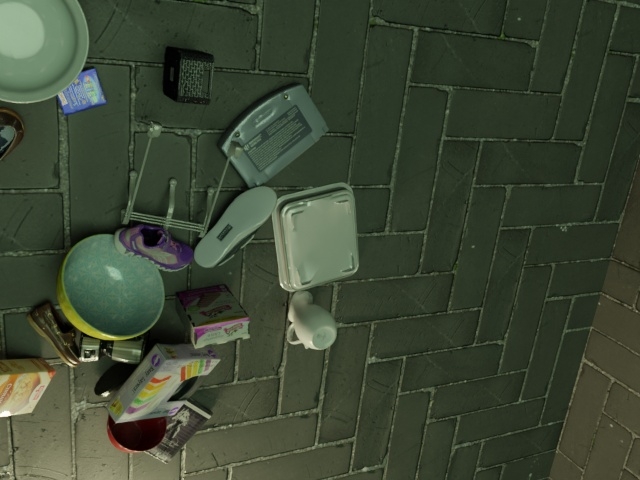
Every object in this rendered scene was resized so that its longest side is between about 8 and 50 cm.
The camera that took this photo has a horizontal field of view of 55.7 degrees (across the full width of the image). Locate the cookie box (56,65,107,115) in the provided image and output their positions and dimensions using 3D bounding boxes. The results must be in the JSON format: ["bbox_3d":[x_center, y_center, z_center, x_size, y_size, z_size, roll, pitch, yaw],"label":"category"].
[{"bbox_3d":[-0.592,-0.367,1.485,0.107,0.040,0.091,-21,118,-18],"label":"cookie box"}]

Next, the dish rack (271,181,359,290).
[{"bbox_3d":[0.000,0.000,1.917,0.286,0.072,0.332,-15,115,-20],"label":"dish rack"}]

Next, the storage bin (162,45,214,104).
[{"bbox_3d":[-0.333,-0.412,1.514,0.084,0.180,0.122,0,110,-26],"label":"storage bin"}]

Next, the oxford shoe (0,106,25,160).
[{"bbox_3d":[-0.842,-0.169,1.384,0.364,0.133,0.130,-43,123,-5],"label":"oxford shoe"}]

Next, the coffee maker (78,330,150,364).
[{"bbox_3d":[-0.575,0.277,1.705,0.178,0.171,0.120,9,100,-12],"label":"coffee maker"}]

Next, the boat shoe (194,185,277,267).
[{"bbox_3d":[-0.237,-0.033,1.767,0.301,0.108,0.102,-48,167,1],"label":"boat shoe"}]

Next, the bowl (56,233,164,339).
[{"bbox_3d":[-0.580,0.141,1.609,0.156,0.289,0.289,-27,132,36],"label":"bowl"}]

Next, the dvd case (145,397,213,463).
[{"bbox_3d":[-0.478,0.599,1.947,0.221,0.018,0.164,-47,122,-2],"label":"dvd case"}]

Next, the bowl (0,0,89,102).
[{"bbox_3d":[-0.676,-0.464,1.348,0.298,0.134,0.297,-9,113,-23],"label":"bowl"}]

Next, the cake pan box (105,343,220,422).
[{"bbox_3d":[-0.445,0.408,1.750,0.245,0.070,0.267,-48,154,9],"label":"cake pan box"}]

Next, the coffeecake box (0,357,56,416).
[{"bbox_3d":[-0.824,0.390,1.606,0.142,0.068,0.185,-58,158,5],"label":"coffeecake box"}]

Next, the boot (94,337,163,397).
[{"bbox_3d":[-0.531,0.418,1.815,0.247,0.083,0.161,-36,127,-8],"label":"boot"}]

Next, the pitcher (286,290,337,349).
[{"bbox_3d":[-0.039,0.280,1.928,0.126,0.207,0.177,12,106,-30],"label":"pitcher"}]

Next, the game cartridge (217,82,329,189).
[{"bbox_3d":[-0.137,-0.305,1.733,0.297,0.062,0.198,-39,118,-7],"label":"game cartridge"}]

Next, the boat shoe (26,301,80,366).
[{"bbox_3d":[-0.709,0.259,1.660,0.073,0.073,0.207,-33,121,-9],"label":"boat shoe"}]

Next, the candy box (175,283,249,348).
[{"bbox_3d":[-0.314,0.212,1.745,0.159,0.233,0.071,-8,114,-24],"label":"candy box"}]

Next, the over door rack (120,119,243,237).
[{"bbox_3d":[-0.375,-0.166,1.619,0.240,0.108,0.324,10,126,-29],"label":"over door rack"}]

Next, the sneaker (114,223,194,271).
[{"bbox_3d":[-0.435,0.014,1.653,0.105,0.095,0.236,-28,146,33],"label":"sneaker"}]

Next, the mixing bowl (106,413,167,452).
[{"bbox_3d":[-0.566,0.562,1.818,0.182,0.181,0.098,20,133,-31],"label":"mixing bowl"}]
